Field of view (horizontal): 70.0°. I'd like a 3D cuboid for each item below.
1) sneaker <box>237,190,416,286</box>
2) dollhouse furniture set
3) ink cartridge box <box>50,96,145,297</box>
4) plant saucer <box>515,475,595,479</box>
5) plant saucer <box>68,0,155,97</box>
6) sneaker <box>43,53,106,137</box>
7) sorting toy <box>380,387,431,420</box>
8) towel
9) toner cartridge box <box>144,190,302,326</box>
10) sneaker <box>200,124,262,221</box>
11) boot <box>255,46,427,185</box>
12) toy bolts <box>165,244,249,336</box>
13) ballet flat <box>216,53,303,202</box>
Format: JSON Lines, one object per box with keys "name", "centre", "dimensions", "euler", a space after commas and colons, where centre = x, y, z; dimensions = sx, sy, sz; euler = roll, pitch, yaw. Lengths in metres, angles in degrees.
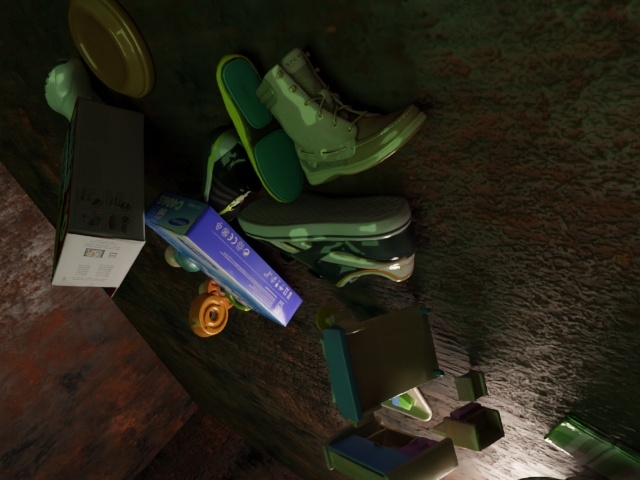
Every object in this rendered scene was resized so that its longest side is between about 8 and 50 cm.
{"name": "sneaker", "centre": [0.000, 0.000, 0.724], "dimensions": [0.321, 0.126, 0.127], "euler": [8, 128, 41]}
{"name": "dollhouse furniture set", "centre": [0.122, 0.234, 0.808], "dimensions": [0.198, 0.287, 0.303], "euler": [-14, 89, 59]}
{"name": "ink cartridge box", "centre": [-0.456, -0.072, 0.926], "dimensions": [0.272, 0.130, 0.309], "euler": [-42, 50, 43]}
{"name": "plant saucer", "centre": [0.503, 0.507, 0.765], "dimensions": [0.401, 0.100, 0.400], "euler": [32, 153, 18]}
{"name": "plant saucer", "centre": [-0.384, -0.348, 0.825], "dimensions": [0.200, 0.037, 0.199], "euler": [29, 146, 22]}
{"name": "sneaker", "centre": [-0.495, -0.271, 1.001], "dimensions": [0.130, 0.111, 0.297], "euler": [22, 149, 4]}
{"name": "sorting toy", "centre": [0.133, 0.316, 1.029], "dimensions": [0.193, 0.038, 0.208], "euler": [3, 130, 46]}
{"name": "towel", "centre": [0.450, 0.347, 0.731], "dimensions": [0.152, 0.023, 0.113], "euler": [28, 144, 24]}
{"name": "toner cartridge box", "centre": [-0.192, 0.046, 0.948], "dimensions": [0.165, 0.075, 0.347], "euler": [15, 154, 41]}
{"name": "sneaker", "centre": [-0.155, -0.097, 0.822], "dimensions": [0.097, 0.084, 0.234], "euler": [32, 147, 13]}
{"name": "boot", "centre": [0.014, -0.165, 0.567], "dimensions": [0.213, 0.077, 0.165], "euler": [-12, 117, 53]}
{"name": "toy bolts", "centre": [-0.296, 0.103, 1.102], "dimensions": [0.159, 0.218, 0.228], "euler": [-5, 118, 34]}
{"name": "ballet flat", "centre": [-0.092, -0.167, 0.694], "dimensions": [0.077, 0.077, 0.230], "euler": [32, 150, 58]}
